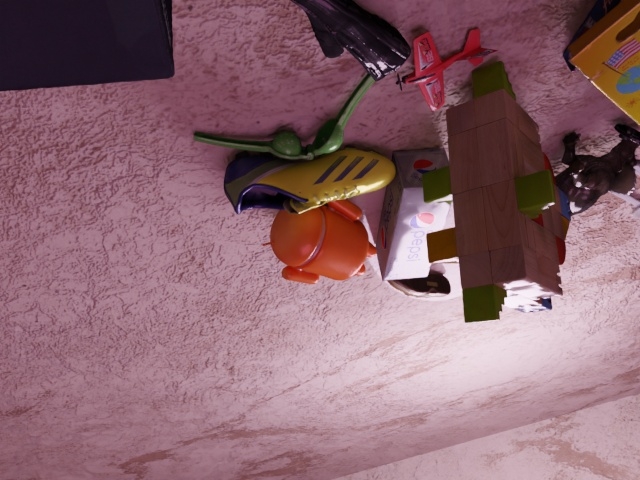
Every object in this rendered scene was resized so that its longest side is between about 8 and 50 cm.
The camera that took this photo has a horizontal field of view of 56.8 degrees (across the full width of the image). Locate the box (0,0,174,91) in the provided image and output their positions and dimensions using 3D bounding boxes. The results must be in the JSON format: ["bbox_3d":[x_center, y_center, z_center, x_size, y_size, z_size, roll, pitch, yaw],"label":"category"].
[{"bbox_3d":[-0.217,-0.339,0.409,0.178,0.313,0.343,-7,144,-6],"label":"box"}]

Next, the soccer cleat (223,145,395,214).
[{"bbox_3d":[-0.013,-0.086,0.970,0.289,0.121,0.093,-3,143,-11],"label":"soccer cleat"}]

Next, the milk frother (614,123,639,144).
[{"bbox_3d":[0.601,-0.207,0.997,0.143,0.129,0.135,24,103,-5],"label":"milk frother"}]

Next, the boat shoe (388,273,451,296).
[{"bbox_3d":[0.211,0.105,1.345,0.190,0.068,0.072,18,147,-34],"label":"boat shoe"}]

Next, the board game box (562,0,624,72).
[{"bbox_3d":[0.506,-0.314,0.867,0.243,0.042,0.165,1,142,-17],"label":"board game box"}]

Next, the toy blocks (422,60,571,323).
[{"bbox_3d":[0.313,-0.047,0.941,0.190,0.382,0.261,-15,158,37],"label":"toy blocks"}]

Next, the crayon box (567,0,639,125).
[{"bbox_3d":[0.495,-0.268,0.820,0.318,0.081,0.202,20,134,-37],"label":"crayon box"}]

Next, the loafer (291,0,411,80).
[{"bbox_3d":[0.025,-0.273,0.765,0.223,0.076,0.078,19,126,-40],"label":"loafer"}]

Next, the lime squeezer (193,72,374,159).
[{"bbox_3d":[-0.035,-0.168,0.910,0.310,0.059,0.110,-18,144,11],"label":"lime squeezer"}]

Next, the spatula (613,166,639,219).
[{"bbox_3d":[0.680,-0.116,1.204,0.242,0.019,0.168,16,137,-33],"label":"spatula"}]

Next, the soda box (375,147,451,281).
[{"bbox_3d":[0.171,-0.040,1.109,0.098,0.091,0.286,-5,144,-6],"label":"soda box"}]

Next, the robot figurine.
[{"bbox_3d":[0.001,-0.002,1.088,0.219,0.128,0.158,19,146,-36],"label":"robot figurine"}]

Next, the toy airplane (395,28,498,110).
[{"bbox_3d":[0.181,-0.260,0.866,0.151,0.028,0.151,-8,145,-6],"label":"toy airplane"}]

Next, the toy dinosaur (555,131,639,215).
[{"bbox_3d":[0.452,-0.092,1.092,0.313,0.121,0.160,-36,124,25],"label":"toy dinosaur"}]
